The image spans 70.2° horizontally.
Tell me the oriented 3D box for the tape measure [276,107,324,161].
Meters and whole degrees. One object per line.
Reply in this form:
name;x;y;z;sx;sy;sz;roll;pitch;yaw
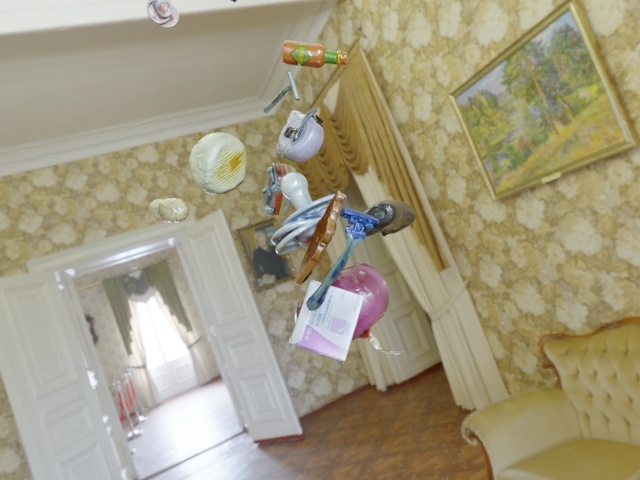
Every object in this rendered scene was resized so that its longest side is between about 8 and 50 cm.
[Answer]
tape measure;-0.074;-0.386;1.675;0.178;0.196;0.105;14;-13;40

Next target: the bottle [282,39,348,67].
bottle;-0.014;-0.535;1.314;0.187;0.069;0.069;7;-3;4

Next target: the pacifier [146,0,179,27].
pacifier;-0.462;-0.665;1.318;0.081;0.099;0.078;-33;27;-11

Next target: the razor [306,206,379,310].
razor;0.035;0.069;1.127;0.093;0.056;0.324;18;-58;-14

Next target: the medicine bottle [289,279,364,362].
medicine bottle;0.020;0.236;1.332;0.171;0.201;0.052;18;-12;4

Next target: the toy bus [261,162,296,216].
toy bus;-0.171;-0.213;1.905;0.119;0.121;0.265;-2;-30;-18

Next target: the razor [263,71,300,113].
razor;-0.134;-0.444;1.429;0.035;0.084;0.211;-18;2;-33

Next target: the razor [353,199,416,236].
razor;0.281;-0.094;1.968;0.204;0.114;0.349;-32;-13;25

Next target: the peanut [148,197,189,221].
peanut;-0.484;-0.097;1.444;0.082;0.082;0.187;-17;14;-41

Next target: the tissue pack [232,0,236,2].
tissue pack;-0.303;-0.923;1.276;0.124;0.288;0.394;-12;-49;-51

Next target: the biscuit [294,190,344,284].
biscuit;0.000;0.000;1.207;0.043;0.280;0.183;21;13;-7

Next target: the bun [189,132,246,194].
bun;-0.389;-0.282;1.698;0.153;0.244;0.244;14;16;31

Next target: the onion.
onion;0.084;0.261;1.611;0.358;0.345;0.358;-10;-19;-3

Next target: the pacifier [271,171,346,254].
pacifier;-0.060;-0.101;1.395;0.244;0.233;0.299;-19;-14;-19
